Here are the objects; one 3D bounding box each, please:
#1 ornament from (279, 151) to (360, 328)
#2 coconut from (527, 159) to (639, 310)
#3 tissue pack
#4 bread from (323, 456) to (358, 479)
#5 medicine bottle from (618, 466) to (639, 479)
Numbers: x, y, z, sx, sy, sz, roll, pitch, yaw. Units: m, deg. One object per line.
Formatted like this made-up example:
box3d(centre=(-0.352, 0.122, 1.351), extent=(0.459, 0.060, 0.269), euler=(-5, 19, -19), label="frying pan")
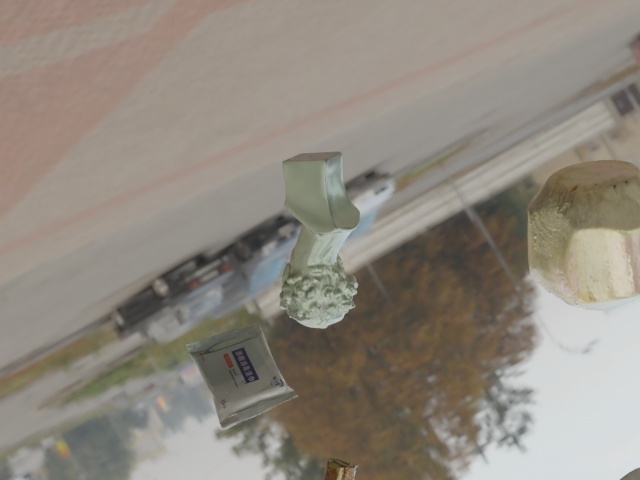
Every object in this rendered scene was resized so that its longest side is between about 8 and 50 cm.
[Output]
box3d(centre=(-0.002, 0.002, 1.890), extent=(0.120, 0.285, 0.130), euler=(13, -147, 22), label="ornament")
box3d(centre=(0.423, 0.004, 1.913), extent=(0.241, 0.241, 0.241), euler=(-30, 177, -1), label="coconut")
box3d(centre=(-0.123, 0.203, 1.949), extent=(0.123, 0.026, 0.193), euler=(-22, -139, -10), label="tissue pack")
box3d(centre=(0.021, 0.342, 1.742), extent=(0.047, 0.083, 0.036), euler=(17, -169, 38), label="bread")
box3d(centre=(0.532, 0.462, 1.896), extent=(0.147, 0.247, 0.147), euler=(-30, 148, -21), label="medicine bottle")
